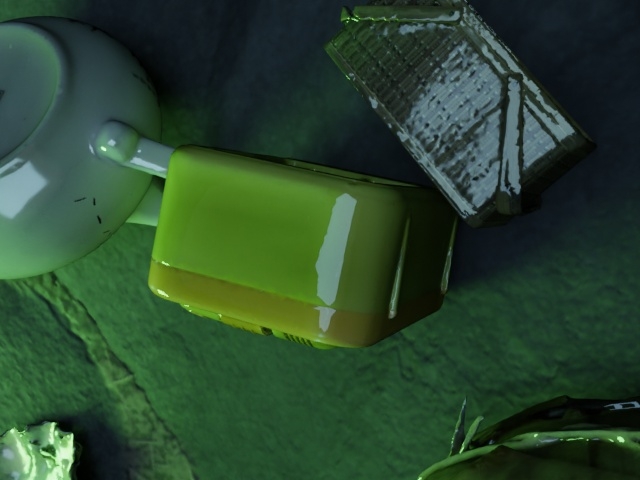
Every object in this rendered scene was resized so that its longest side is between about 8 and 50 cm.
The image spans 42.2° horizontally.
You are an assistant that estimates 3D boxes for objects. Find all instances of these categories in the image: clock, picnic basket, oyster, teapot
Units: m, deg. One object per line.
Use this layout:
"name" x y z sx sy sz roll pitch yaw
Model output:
"clock" 0.000 0.000 0.513 0.143 0.202 0.096 11 97 20
"picnic basket" 0.091 -0.090 0.519 0.079 0.115 0.164 -42 78 20
"oyster" -0.259 0.254 0.705 0.133 0.072 0.209 10 77 26
"teapot" -0.201 -0.060 0.622 0.300 0.166 0.208 18 59 12

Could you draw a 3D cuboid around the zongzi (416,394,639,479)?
"zongzi" 0.174 0.210 0.321 0.500 0.467 0.218 -4 97 22
